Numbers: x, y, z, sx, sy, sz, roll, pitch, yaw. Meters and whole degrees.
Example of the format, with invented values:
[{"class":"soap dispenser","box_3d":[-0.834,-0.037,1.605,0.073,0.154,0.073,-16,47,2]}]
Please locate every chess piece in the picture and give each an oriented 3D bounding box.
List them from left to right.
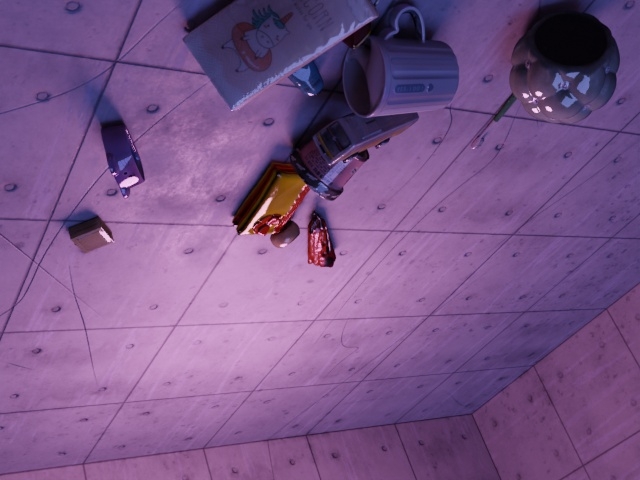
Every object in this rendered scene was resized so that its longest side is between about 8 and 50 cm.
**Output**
[{"class":"chess piece","box_3d":[-0.093,-0.016,2.255,0.084,0.083,0.038,-32,110,18]}]

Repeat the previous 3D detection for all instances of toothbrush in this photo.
[{"class":"toothbrush","box_3d":[0.455,-0.318,2.169,0.024,0.018,0.257,-5,147,-31]}]

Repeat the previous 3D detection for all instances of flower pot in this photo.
[{"class":"flower pot","box_3d":[0.539,-0.380,1.907,0.246,0.246,0.195,-17,149,-7]}]

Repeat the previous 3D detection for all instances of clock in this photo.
[{"class":"clock","box_3d":[-0.407,-0.164,1.783,0.050,0.110,0.152,-16,151,-4]}]

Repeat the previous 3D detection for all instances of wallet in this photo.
[{"class":"wallet","box_3d":[-0.107,-0.096,2.129,0.141,0.067,0.241,0,144,-36]}]

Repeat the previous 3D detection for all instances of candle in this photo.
[{"class":"candle","box_3d":[0.000,0.000,2.364,0.084,0.059,0.301,-28,154,-12]}]

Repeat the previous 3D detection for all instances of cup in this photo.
[{"class":"cup","box_3d":[0.180,-0.360,1.783,0.202,0.166,0.221,-7,150,-29]}]

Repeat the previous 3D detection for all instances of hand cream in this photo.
[{"class":"hand cream","box_3d":[-0.055,-0.367,1.753,0.083,0.048,0.224,-28,143,11]}]

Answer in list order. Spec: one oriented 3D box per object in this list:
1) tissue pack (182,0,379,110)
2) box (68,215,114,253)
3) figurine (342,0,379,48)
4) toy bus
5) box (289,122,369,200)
[{"class":"tissue pack","box_3d":[-0.073,-0.394,1.576,0.325,0.170,0.071,-30,-169,16]},{"class":"box","box_3d":[-0.542,-0.011,2.022,0.083,0.035,0.079,-20,150,0]},{"class":"figurine","box_3d":[0.071,-0.448,1.673,0.098,0.082,0.154,-38,154,-15]},{"class":"toy bus","box_3d":[0.105,-0.248,1.889,0.268,0.092,0.106,-27,176,-44]},{"class":"box","box_3d":[0.026,-0.192,1.986,0.135,0.151,0.151,-44,144,19]}]
